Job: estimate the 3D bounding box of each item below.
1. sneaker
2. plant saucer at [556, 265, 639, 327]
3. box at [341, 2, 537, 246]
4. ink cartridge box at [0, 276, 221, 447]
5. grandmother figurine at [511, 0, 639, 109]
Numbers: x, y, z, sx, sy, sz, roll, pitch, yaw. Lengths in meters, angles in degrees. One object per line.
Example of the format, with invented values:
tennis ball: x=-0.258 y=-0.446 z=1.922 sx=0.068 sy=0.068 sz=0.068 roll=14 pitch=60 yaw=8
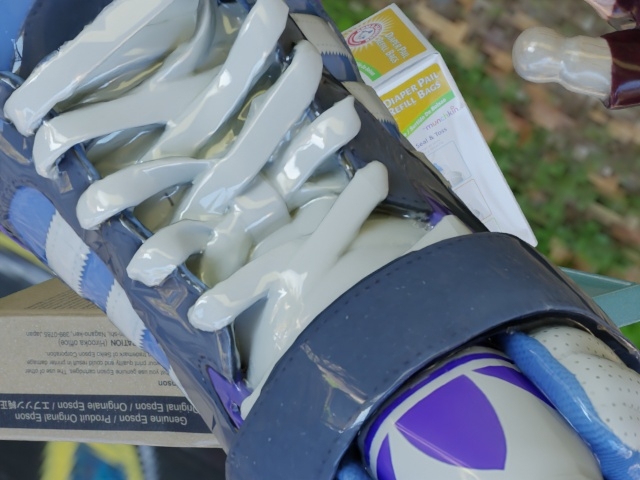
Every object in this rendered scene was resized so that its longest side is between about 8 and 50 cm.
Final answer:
sneaker: x=0.000 y=0.001 z=0.558 sx=0.323 sy=0.130 sz=0.236 roll=56 pitch=168 yaw=-24
plant saucer: x=0.066 y=0.018 z=0.952 sx=0.067 sy=0.018 sz=0.192 roll=-12 pitch=-164 yaw=-42
box: x=0.073 y=-0.068 z=1.576 sx=0.203 sy=0.103 sz=0.114 roll=59 pitch=179 yaw=-32
ink cartridge box: x=-0.089 y=0.063 z=1.293 sx=0.193 sy=0.088 sz=0.234 roll=-2 pitch=-170 yaw=26
grandmother figurine: x=0.166 y=-0.140 z=0.991 sx=0.342 sy=0.208 sz=0.104 roll=32 pitch=153 yaw=14
